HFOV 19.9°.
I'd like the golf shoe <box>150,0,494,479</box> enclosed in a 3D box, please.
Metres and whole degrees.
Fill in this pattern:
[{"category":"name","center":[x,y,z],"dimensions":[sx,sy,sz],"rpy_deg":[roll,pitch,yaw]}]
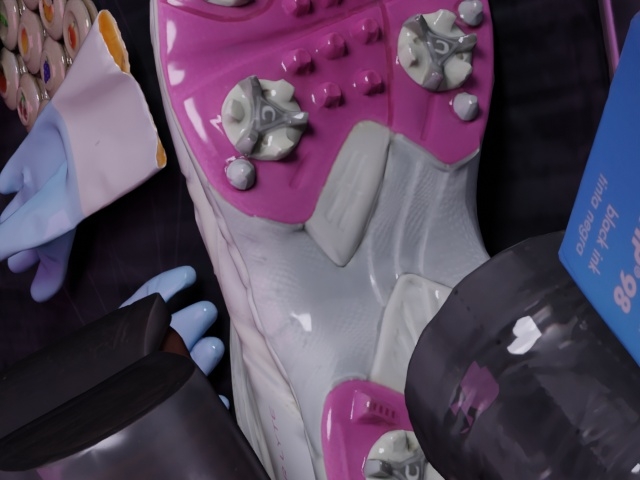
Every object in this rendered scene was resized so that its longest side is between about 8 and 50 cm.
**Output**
[{"category":"golf shoe","center":[0.000,0.000,0.598],"dimensions":[0.140,0.115,0.306],"rpy_deg":[143,116,-65]}]

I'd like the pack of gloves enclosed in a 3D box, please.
[{"category":"pack of gloves","center":[-0.123,0.024,0.911],"dimensions":[0.232,0.046,0.195],"rpy_deg":[-42,65,60]}]

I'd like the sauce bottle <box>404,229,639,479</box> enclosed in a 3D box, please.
[{"category":"sauce bottle","center":[0.124,0.118,0.317],"dimensions":[0.344,0.111,0.111],"rpy_deg":[50,141,48]}]

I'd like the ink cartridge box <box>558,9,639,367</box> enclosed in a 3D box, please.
[{"category":"ink cartridge box","center":[0.129,0.032,0.279],"dimensions":[0.180,0.104,0.060],"rpy_deg":[58,147,40]}]

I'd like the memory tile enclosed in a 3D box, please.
[{"category":"memory tile","center":[-0.148,-0.098,0.973],"dimensions":[0.148,0.012,0.113],"rpy_deg":[47,139,49]}]

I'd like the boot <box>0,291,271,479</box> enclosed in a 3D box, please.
[{"category":"boot","center":[-0.017,0.160,0.587],"dimensions":[0.280,0.096,0.264],"rpy_deg":[64,161,-10]}]
